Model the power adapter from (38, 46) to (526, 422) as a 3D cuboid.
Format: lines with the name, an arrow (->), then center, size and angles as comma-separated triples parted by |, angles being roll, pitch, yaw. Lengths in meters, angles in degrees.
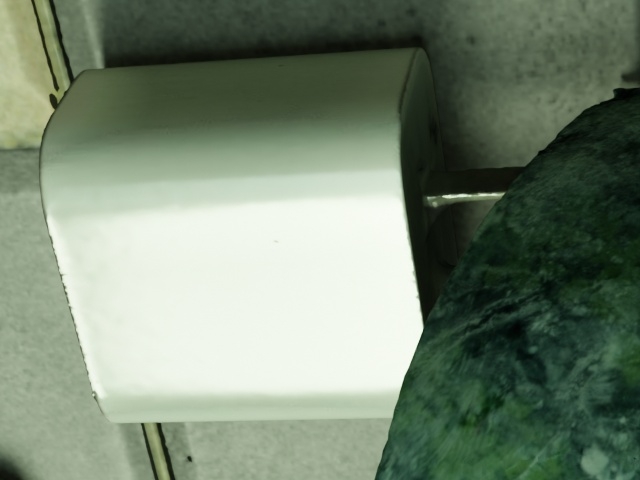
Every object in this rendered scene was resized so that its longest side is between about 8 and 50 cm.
power adapter -> 0.000, 0.000, 0.922 | 0.255, 0.124, 0.187 | -2, 123, 14

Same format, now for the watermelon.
watermelon -> 0.180, 0.098, 0.817 | 0.228, 0.387, 0.258 | 7, 137, 24
